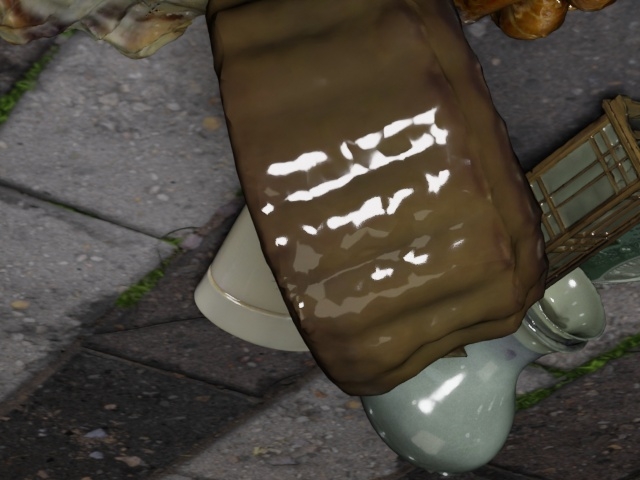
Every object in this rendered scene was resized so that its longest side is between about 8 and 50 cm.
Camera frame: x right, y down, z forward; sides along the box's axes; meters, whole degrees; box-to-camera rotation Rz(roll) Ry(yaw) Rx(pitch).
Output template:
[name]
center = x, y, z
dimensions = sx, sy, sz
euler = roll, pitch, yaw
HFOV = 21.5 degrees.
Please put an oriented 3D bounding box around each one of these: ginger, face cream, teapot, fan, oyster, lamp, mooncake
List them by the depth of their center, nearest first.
[oyster]
center = -0.202, -0.214, 1.206
dimensions = 0.201, 0.107, 0.354
euler = -27, 139, 32
[mooncake]
center = 0.041, -0.058, 1.236
dimensions = 0.187, 0.324, 0.324
euler = -20, 147, 1
[ginger]
center = 0.165, -0.202, 1.250
dimensions = 0.103, 0.073, 0.162
euler = 28, 148, -16
[lamp]
center = 0.188, -0.004, 1.495
dimensions = 0.089, 0.090, 0.325
euler = 0, 149, -45
[face cream]
center = 0.000, 0.000, 1.573
dimensions = 0.173, 0.081, 0.348
euler = 8, 148, -20
[fan]
center = 0.285, 0.011, 1.652
dimensions = 0.223, 0.012, 0.294
euler = -2, 148, 5
[teapot]
center = 0.162, 0.114, 1.686
dimensions = 0.183, 0.184, 0.251
euler = 21, 134, -30
